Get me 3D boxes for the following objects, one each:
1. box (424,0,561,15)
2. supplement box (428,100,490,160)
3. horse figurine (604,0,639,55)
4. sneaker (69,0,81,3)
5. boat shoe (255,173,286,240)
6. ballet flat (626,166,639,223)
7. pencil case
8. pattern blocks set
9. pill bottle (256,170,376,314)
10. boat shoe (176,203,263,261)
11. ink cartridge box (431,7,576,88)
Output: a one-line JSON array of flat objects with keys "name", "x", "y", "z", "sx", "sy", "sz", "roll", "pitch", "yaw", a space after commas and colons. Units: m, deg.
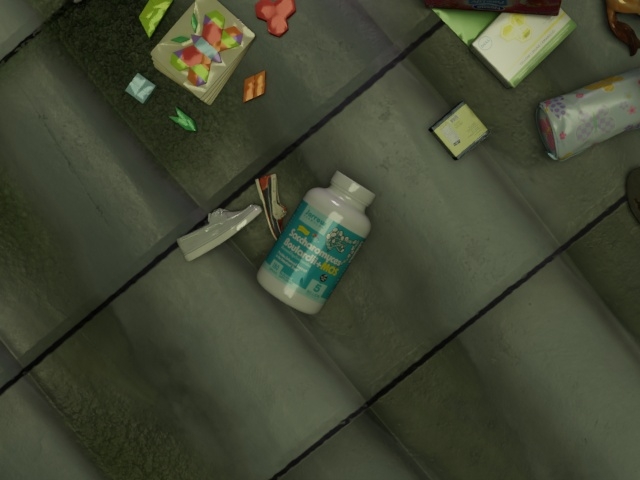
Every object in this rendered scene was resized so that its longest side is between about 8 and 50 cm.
[{"name": "box", "x": 0.320, "y": -0.501, "z": 1.567, "sx": 0.257, "sy": 0.122, "sz": 0.128, "roll": 7, "pitch": 86, "yaw": 15}, {"name": "supplement box", "x": 0.270, "y": -0.213, "z": 1.660, "sx": 0.083, "sy": 0.056, "sz": 0.083, "roll": -40, "pitch": 93, "yaw": 4}, {"name": "horse figurine", "x": 0.608, "y": -0.495, "z": 1.624, "sx": 0.174, "sy": 0.066, "sz": 0.263, "roll": 16, "pitch": 93, "yaw": -6}, {"name": "sneaker", "x": -0.491, "y": -0.564, "z": 1.637, "sx": 0.081, "sy": 0.080, "sz": 0.211, "roll": -15, "pitch": 96, "yaw": 6}, {"name": "boat shoe", "x": -0.090, "y": -0.064, "z": 1.688, "sx": 0.043, "sy": 0.049, "sz": 0.137, "roll": -17, "pitch": 90, "yaw": 1}, {"name": "ballet flat", "x": 0.682, "y": -0.034, "z": 1.671, "sx": 0.084, "sy": 0.058, "sz": 0.250, "roll": -32, "pitch": 88, "yaw": 39}, {"name": "pencil case", "x": 0.551, "y": -0.247, "z": 1.624, "sx": 0.273, "sy": 0.113, "sz": 0.124, "roll": -18, "pitch": 118, "yaw": 2}, {"name": "pattern blocks set", "x": -0.226, "y": -0.379, "z": 1.673, "sx": 0.285, "sy": 0.026, "sz": 0.324, "roll": 27, "pitch": 95, "yaw": -1}, {"name": "pill bottle", "x": 0.000, "y": 0.000, "z": 1.641, "sx": 0.146, "sy": 0.146, "sz": 0.264, "roll": 31, "pitch": 95, "yaw": -1}, {"name": "boat shoe", "x": -0.203, "y": -0.029, "z": 1.690, "sx": 0.184, "sy": 0.066, "sz": 0.063, "roll": -32, "pitch": 95, "yaw": 13}, {"name": "ink cartridge box", "x": 0.348, "y": -0.435, "z": 1.642, "sx": 0.171, "sy": 0.056, "sz": 0.235, "roll": -45, "pitch": 94, "yaw": 5}]
